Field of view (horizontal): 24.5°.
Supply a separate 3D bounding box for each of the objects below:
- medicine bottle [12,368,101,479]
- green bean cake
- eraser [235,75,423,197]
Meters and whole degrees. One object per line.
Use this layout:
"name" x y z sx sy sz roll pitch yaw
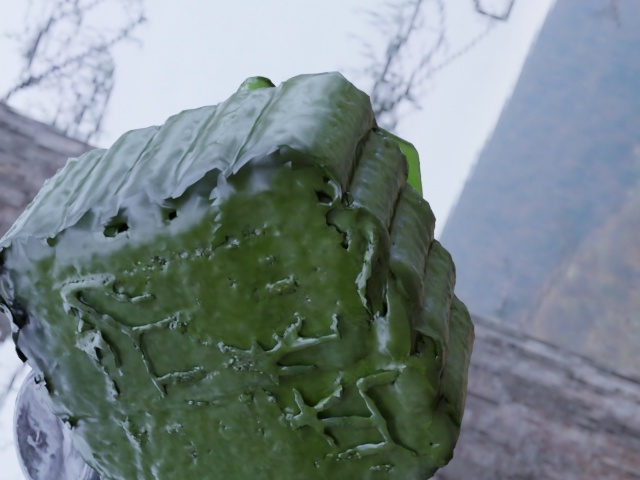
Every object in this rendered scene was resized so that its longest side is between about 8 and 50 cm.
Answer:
"medicine bottle" -0.176 0.193 1.584 0.273 0.165 0.165 -2 -62 -45
"green bean cake" -0.041 0.034 0.754 0.200 0.214 0.113 66 -156 -22
"eraser" 0.000 0.000 1.316 0.092 0.210 0.274 -42 38 37
